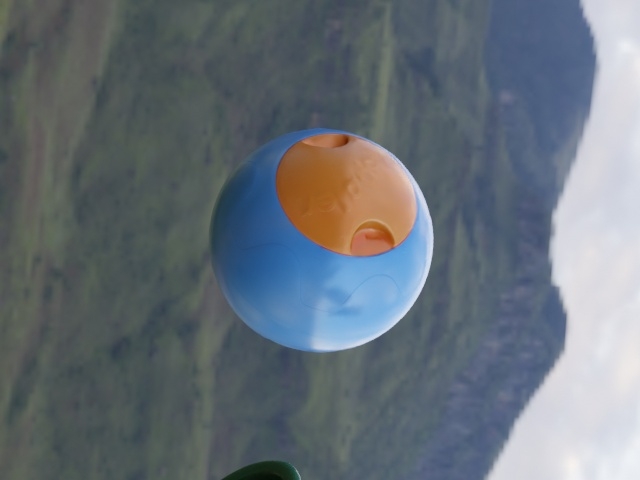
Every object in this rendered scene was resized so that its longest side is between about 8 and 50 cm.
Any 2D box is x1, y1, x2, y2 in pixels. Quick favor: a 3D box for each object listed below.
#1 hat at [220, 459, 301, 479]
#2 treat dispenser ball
[{"bbox_3d":[-0.055,0.370,1.612,0.183,0.209,0.173,50,34,-25],"label":"hat"},{"bbox_3d":[0.000,0.000,1.876,0.288,0.288,0.288,-175,-90,-85],"label":"treat dispenser ball"}]
